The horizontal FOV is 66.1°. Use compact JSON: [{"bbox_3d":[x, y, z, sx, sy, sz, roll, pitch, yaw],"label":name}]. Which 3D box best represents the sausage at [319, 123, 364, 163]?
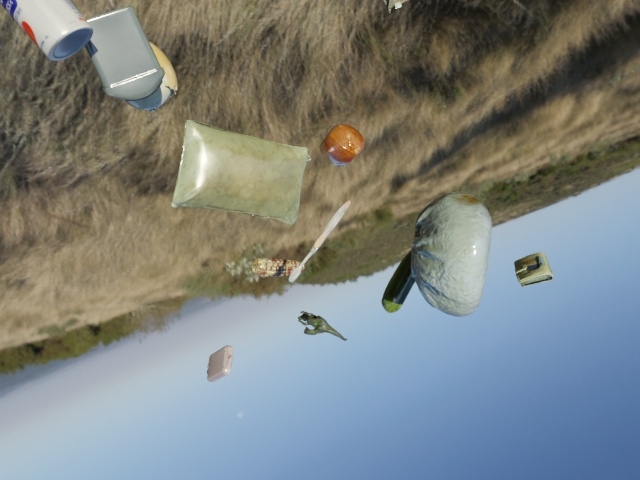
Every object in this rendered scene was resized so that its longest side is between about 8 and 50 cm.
[{"bbox_3d":[0.084,-0.381,1.957,0.153,0.141,0.268,-54,-171,0],"label":"sausage"}]

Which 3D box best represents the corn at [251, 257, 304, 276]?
[{"bbox_3d":[-0.168,0.108,1.979,0.237,0.079,0.080,3,160,-43],"label":"corn"}]

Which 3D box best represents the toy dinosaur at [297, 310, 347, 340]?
[{"bbox_3d":[0.007,0.326,1.973,0.179,0.087,0.187,5,-158,-37],"label":"toy dinosaur"}]

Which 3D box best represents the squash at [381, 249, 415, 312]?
[{"bbox_3d":[0.311,0.106,1.715,0.331,0.087,0.087,-54,-176,-12],"label":"squash"}]

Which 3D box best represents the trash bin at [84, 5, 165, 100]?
[{"bbox_3d":[-0.551,-0.509,1.375,0.177,0.236,0.101,-26,-154,-15],"label":"trash bin"}]

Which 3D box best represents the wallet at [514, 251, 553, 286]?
[{"bbox_3d":[0.712,0.095,1.656,0.110,0.039,0.155,-20,-163,22],"label":"wallet"}]

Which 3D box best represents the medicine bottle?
[{"bbox_3d":[-0.694,-0.594,1.133,0.130,0.341,0.130,-36,-168,9],"label":"medicine bottle"}]

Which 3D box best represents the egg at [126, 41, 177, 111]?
[{"bbox_3d":[-0.594,-0.558,1.635,0.201,0.244,0.201,-25,-177,1],"label":"egg"}]

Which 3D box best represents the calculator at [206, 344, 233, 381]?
[{"bbox_3d":[-0.343,0.420,1.676,0.032,0.100,0.175,19,145,-30],"label":"calculator"}]

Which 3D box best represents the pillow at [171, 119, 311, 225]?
[{"bbox_3d":[-0.162,-0.140,1.078,0.303,0.184,0.075,7,-174,-31],"label":"pillow"}]

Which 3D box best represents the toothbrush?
[{"bbox_3d":[0.000,0.000,1.771,0.375,0.028,0.037,-54,166,-11],"label":"toothbrush"}]

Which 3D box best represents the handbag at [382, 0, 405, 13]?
[{"bbox_3d":[0.235,-0.945,1.767,0.183,0.270,0.117,-31,172,-11],"label":"handbag"}]

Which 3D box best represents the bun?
[{"bbox_3d":[0.359,0.034,1.370,0.212,0.361,0.362,8,-177,10],"label":"bun"}]
